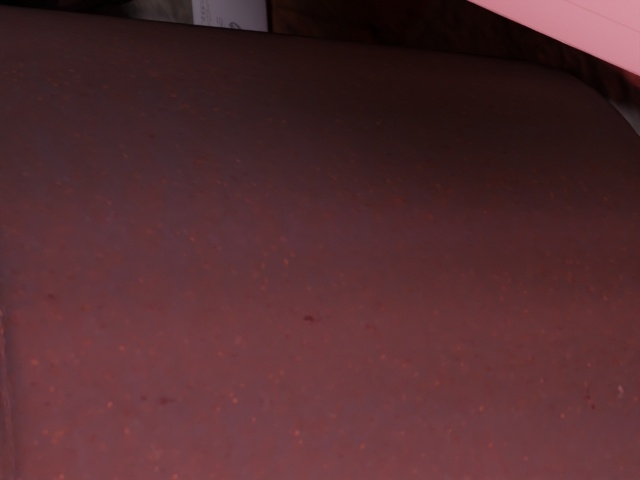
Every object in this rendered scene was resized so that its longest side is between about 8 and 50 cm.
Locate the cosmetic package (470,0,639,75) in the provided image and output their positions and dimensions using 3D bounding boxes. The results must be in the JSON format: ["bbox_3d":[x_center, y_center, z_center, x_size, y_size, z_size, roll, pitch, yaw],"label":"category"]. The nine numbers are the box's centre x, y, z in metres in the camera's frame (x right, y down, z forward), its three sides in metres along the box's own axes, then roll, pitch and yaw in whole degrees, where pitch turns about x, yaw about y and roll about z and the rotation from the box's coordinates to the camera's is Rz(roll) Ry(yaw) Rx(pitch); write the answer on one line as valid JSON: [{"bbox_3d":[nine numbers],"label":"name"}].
[{"bbox_3d":[0.081,-0.152,0.408,0.224,0.138,0.225,31,161,40],"label":"cosmetic package"}]

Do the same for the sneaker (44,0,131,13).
[{"bbox_3d":[-0.146,-0.176,0.813,0.300,0.121,0.111,27,139,44],"label":"sneaker"}]

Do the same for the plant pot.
[{"bbox_3d":[-0.069,0.065,0.642,0.341,0.334,0.341,9,101,64],"label":"plant pot"}]

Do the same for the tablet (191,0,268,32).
[{"bbox_3d":[-0.042,-0.099,0.852,0.054,0.006,0.083,37,146,33],"label":"tablet"}]

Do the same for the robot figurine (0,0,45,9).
[{"bbox_3d":[-0.212,-0.004,0.971,0.209,0.278,0.173,27,-164,-22],"label":"robot figurine"}]
